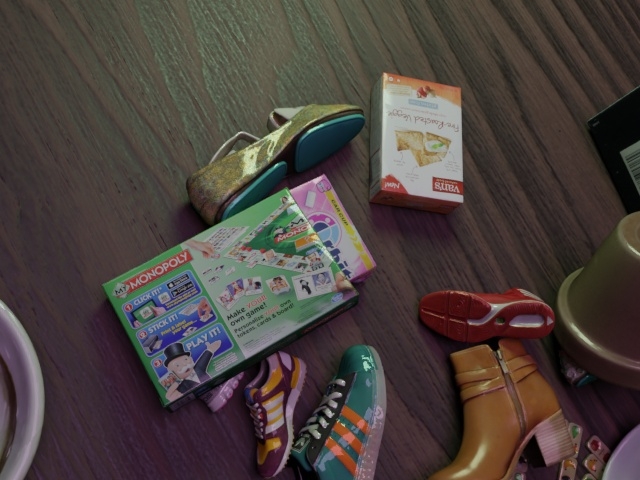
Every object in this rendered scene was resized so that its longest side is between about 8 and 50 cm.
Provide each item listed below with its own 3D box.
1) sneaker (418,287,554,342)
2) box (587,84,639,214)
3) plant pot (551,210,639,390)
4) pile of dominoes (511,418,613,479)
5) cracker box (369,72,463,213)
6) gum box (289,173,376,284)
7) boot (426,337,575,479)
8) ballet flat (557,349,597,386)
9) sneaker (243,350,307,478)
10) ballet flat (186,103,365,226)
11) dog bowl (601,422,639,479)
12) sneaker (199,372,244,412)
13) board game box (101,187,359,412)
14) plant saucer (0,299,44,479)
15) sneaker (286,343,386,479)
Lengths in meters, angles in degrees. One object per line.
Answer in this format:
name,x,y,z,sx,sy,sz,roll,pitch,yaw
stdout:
sneaker,0.284,0.124,1.327,0.221,0.128,0.087,8,97,13
box,0.738,-0.168,1.507,0.294,0.183,0.296,-17,80,-22
plant pot,0.537,0.078,1.281,0.263,0.229,0.263,0,41,0
pile of dominoes,0.406,0.420,1.282,0.196,0.040,0.251,24,67,-10
cracker box,0.171,-0.173,1.383,0.156,0.067,0.232,7,71,-16
gum box,0.000,0.000,1.271,0.107,0.062,0.188,-26,82,-24
boot,0.257,0.283,1.243,0.284,0.109,0.220,-18,73,-15
ballet flat,0.526,0.192,1.378,0.241,0.091,0.077,-11,54,-25
sneaker,-0.083,0.254,1.143,0.084,0.070,0.185,22,69,-30
ballet flat,-0.075,-0.152,1.275,0.348,0.123,0.123,-38,87,-25
dog bowl,0.588,0.392,1.223,0.104,0.265,0.265,44,64,-14
sneaker,-0.144,0.169,1.166,0.075,0.063,0.170,33,70,-13
board game box,-0.132,0.081,1.145,0.317,0.046,0.213,-29,67,-11
plant saucer,-0.565,0.224,0.987,0.401,0.100,0.400,6,70,-17
sneaker,0.017,0.295,1.154,0.121,0.108,0.302,16,70,-18
